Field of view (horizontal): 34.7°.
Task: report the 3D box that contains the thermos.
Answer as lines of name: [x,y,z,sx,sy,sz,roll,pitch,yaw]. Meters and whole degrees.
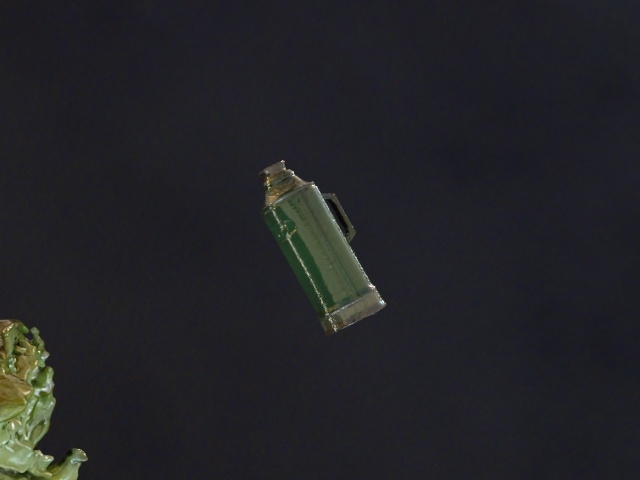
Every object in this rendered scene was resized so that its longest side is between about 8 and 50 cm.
thermos: [-0.003,0.001,1.084,0.083,0.073,0.187,-29,-92,-1]

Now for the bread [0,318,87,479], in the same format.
bread: [-0.391,0.138,0.807,0.377,0.251,0.208,11,-83,4]
